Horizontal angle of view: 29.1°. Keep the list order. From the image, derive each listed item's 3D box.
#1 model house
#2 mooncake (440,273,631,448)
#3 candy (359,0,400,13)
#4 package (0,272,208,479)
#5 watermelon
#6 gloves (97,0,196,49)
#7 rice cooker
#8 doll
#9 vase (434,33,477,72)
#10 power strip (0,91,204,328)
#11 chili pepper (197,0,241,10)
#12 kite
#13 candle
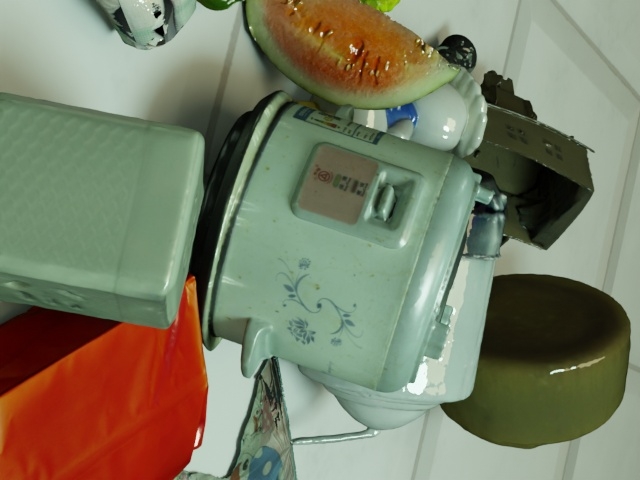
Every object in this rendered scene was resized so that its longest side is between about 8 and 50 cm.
[{"bbox_3d":[0.234,-0.122,1.687,0.204,0.211,0.243,-53,-156,40],"label":"model house"},{"bbox_3d":[0.296,0.170,1.749,0.284,0.284,0.155,-39,129,-48],"label":"mooncake"},{"bbox_3d":[0.061,-0.238,1.483,0.062,0.058,0.194,-88,-175,-67],"label":"candy"},{"bbox_3d":[-0.237,0.165,1.028,0.423,0.123,0.196,-31,122,-53],"label":"package"},{"bbox_3d":[0.020,-0.207,1.291,0.063,0.245,0.119,-61,-178,-40],"label":"watermelon"},{"bbox_3d":[-0.165,-0.267,1.044,0.127,0.111,0.212,-34,133,-20],"label":"gloves"},{"bbox_3d":[0.000,0.000,1.213,0.264,0.316,0.317,93,20,-67],"label":"rice cooker"},{"bbox_3d":[0.085,-0.145,1.430,0.293,0.138,0.119,-9,122,-39],"label":"doll"},{"bbox_3d":[0.142,-0.222,1.597,0.167,0.059,0.059,-32,125,-51],"label":"vase"},{"bbox_3d":[-0.212,-0.024,0.968,0.140,0.224,0.139,110,-10,-76],"label":"power strip"},{"bbox_3d":[-0.114,-0.307,1.153,0.072,0.073,0.204,-42,132,-27],"label":"chili pepper"},{"bbox_3d":[-0.097,0.282,1.397,0.314,0.011,0.335,36,67,-55],"label":"kite"},{"bbox_3d":[0.090,0.076,1.446,0.221,0.221,0.342,-4,104,-58],"label":"candle"}]
